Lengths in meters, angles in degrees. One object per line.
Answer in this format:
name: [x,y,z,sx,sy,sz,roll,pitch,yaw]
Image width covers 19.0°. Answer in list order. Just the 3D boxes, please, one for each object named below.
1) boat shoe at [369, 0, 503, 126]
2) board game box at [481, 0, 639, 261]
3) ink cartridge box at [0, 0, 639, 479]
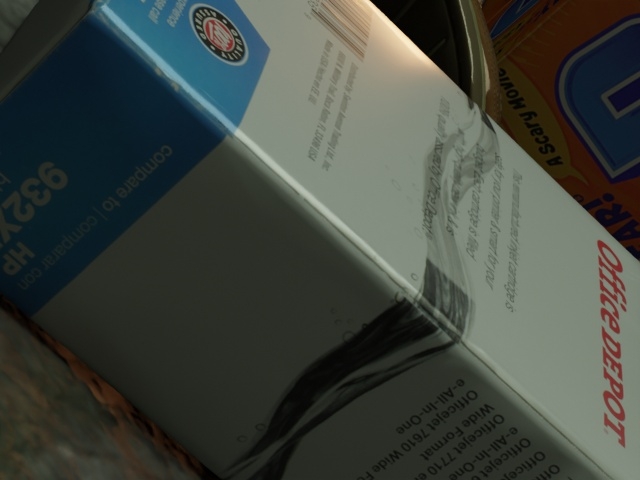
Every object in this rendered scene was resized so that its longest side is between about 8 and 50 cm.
boat shoe: [0.049,-0.157,1.182,0.104,0.111,0.307,21,36,-45]
board game box: [0.344,-0.121,1.327,0.356,0.356,0.356,45,24,-8]
ink cartridge box: [0.000,0.000,0.838,0.307,0.129,0.223,42,24,-14]
